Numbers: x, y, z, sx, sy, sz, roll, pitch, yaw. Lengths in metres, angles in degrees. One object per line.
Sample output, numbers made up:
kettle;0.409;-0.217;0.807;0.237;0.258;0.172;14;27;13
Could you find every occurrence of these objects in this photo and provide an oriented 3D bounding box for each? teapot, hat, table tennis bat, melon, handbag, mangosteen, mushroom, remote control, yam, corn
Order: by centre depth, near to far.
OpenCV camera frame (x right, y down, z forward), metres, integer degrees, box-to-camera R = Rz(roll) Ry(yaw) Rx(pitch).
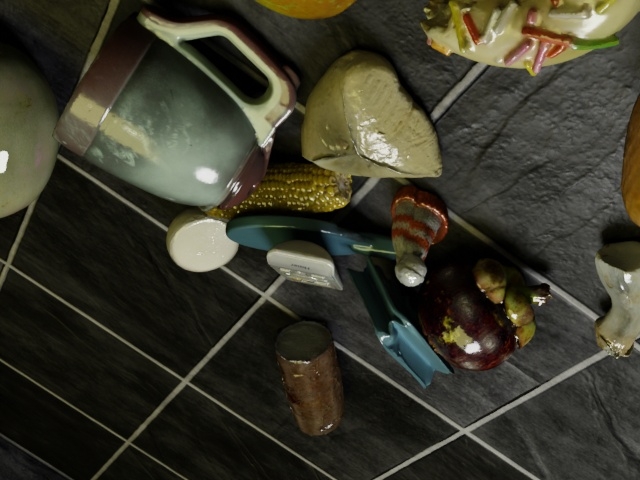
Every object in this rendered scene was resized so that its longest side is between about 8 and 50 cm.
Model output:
mushroom;0.471;0.094;1.505;0.092;0.081;0.223;-4;136;10
teapot;-0.201;-0.205;1.511;0.312;0.233;0.315;33;114;-14
hat;0.146;0.004;1.541;0.093;0.162;0.112;-3;136;31
mangosteen;0.268;0.109;1.586;0.217;0.192;0.192;-27;121;12
corn;-0.088;-0.082;1.644;0.310;0.101;0.101;2;134;29
table tennis bat;0.000;0.000;1.664;0.329;0.044;0.215;6;167;6
handbag;0.134;0.139;1.670;0.062;0.179;0.229;-33;139;8
remote control;-0.019;0.041;1.673;0.109;0.055;0.313;10;173;6
melon;-0.586;-0.199;1.692;0.268;0.268;0.330;14;119;18
yam;-0.015;0.280;1.985;0.131;0.131;0.280;12;141;21

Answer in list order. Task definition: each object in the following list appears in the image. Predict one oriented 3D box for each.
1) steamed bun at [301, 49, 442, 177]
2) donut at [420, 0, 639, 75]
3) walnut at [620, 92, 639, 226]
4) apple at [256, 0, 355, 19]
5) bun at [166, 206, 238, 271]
steamed bun;0.053;-0.172;1.447;0.231;0.110;0.212;5;136;24
donut;0.242;-0.348;1.092;0.307;0.150;0.371;11;138;21
walnut;0.469;-0.111;1.191;0.203;0.203;0.298;23;143;8
apple;-0.011;-0.380;1.160;0.237;0.237;0.207;-3;151;34
bun;-0.222;-0.016;1.809;0.138;0.094;0.138;-10;135;-10
